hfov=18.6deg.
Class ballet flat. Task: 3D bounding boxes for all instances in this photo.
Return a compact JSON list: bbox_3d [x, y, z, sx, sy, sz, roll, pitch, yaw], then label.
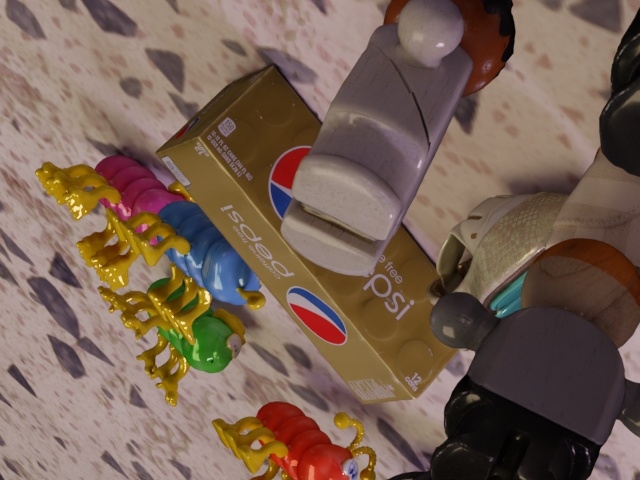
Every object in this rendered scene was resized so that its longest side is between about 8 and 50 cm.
[{"bbox_3d":[0.082,0.009,0.924,0.052,0.057,0.168,50,157,11],"label":"ballet flat"}]

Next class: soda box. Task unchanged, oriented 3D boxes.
[{"bbox_3d":[0.000,0.000,1.024,0.181,0.061,0.058,51,154,-14],"label":"soda box"}]

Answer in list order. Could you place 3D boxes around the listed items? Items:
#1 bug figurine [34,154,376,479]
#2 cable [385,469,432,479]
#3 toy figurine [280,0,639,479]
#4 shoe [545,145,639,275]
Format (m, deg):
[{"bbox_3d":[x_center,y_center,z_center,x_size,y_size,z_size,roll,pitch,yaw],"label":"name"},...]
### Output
[{"bbox_3d":[-0.067,0.045,1.175,0.216,0.072,0.279,39,160,41],"label":"bug figurine"},{"bbox_3d":[0.063,0.211,1.169,0.184,0.047,0.151,-1,89,40],"label":"cable"},{"bbox_3d":[0.112,-0.013,0.676,0.209,0.148,0.213,-11,124,38],"label":"toy figurine"},{"bbox_3d":[0.189,0.039,0.795,0.219,0.058,0.076,35,154,20],"label":"shoe"}]
